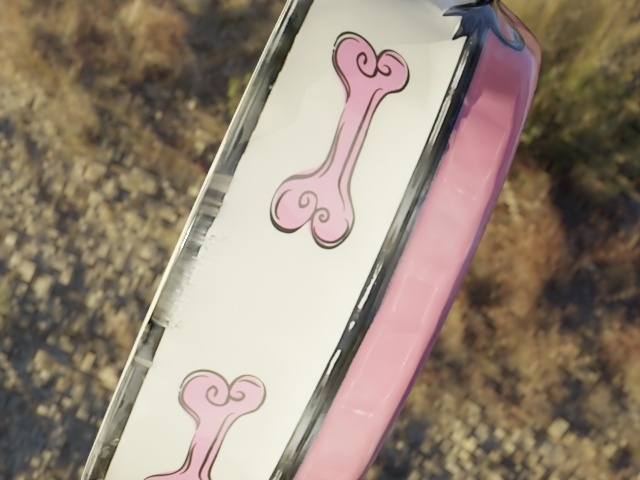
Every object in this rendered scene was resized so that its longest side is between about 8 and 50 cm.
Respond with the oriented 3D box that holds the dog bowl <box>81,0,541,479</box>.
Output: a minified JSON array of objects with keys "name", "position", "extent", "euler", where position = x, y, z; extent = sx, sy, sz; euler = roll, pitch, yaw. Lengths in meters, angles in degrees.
[{"name":"dog bowl","position":[0.000,0.000,1.107],"extent":[0.150,0.408,0.408],"euler":[24,40,-3]}]
